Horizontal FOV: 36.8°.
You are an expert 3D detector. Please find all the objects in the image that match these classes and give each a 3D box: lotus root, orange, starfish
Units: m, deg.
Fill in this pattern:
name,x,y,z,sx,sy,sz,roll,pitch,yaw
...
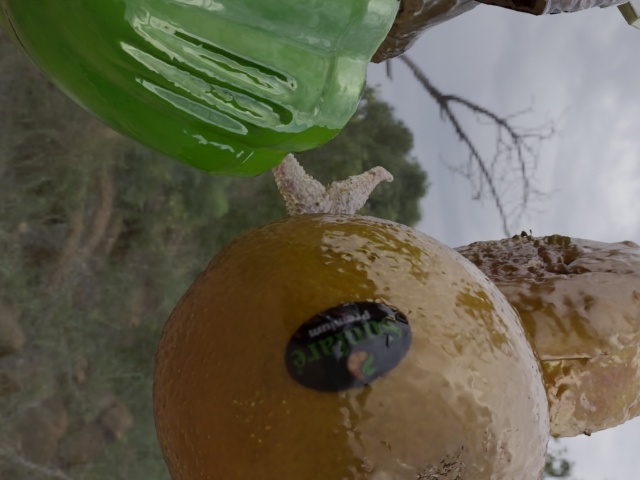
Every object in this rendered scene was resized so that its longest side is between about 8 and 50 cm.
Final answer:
name,x,y,z,sx,sy,sz,roll,pitch,yaw
lotus root,-0.084,-0.123,0.429,0.186,0.186,0.186,176,-90,-90
orange,0.019,0.112,0.665,0.274,0.274,0.274,176,-90,-90
starfish,0.003,0.001,1.263,0.060,0.302,0.299,12,-67,44

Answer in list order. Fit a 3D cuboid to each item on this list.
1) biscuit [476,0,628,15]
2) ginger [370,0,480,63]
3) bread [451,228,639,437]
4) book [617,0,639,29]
name,x,y,z,sx,sy,sz,roll,pitch,yaw
biscuit,0.017,-0.213,0.555,0.388,0.073,0.107,31,-50,49
ginger,0.156,-0.252,0.807,0.080,0.333,0.166,59,17,2
bread,0.207,0.081,0.895,0.268,0.269,0.145,-94,177,-73
book,0.417,-0.330,1.219,0.025,0.215,0.282,-50,-144,37
